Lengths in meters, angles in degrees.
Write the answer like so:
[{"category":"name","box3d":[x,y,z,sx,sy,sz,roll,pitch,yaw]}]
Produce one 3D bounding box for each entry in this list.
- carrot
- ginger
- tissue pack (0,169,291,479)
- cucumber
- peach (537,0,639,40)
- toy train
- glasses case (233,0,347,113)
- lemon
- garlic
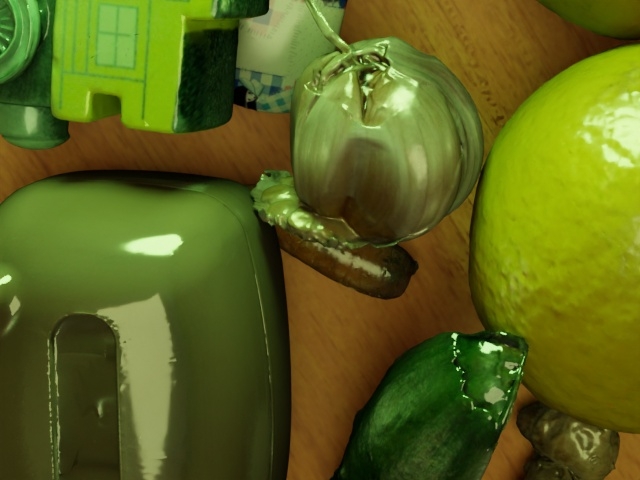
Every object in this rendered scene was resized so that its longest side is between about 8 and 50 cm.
[{"category":"carrot","box3d":[0.000,0.000,1.676,0.186,0.060,0.060,26,101,-2]},{"category":"ginger","box3d":[0.220,0.244,1.726,0.104,0.080,0.204,17,100,19]},{"category":"tissue pack","box3d":[-0.168,0.139,1.572,0.267,0.277,0.387,3,104,12]},{"category":"cucumber","box3d":[0.082,0.183,1.581,0.105,0.325,0.145,20,56,-6]},{"category":"peach","box3d":[0.260,-0.290,1.544,0.231,0.231,0.231,0,103,-2]},{"category":"toy train","box3d":[-0.172,-0.287,1.520,0.272,0.179,0.442,8,102,16]},{"category":"glasses case","box3d":[-0.027,-0.274,1.602,0.125,0.076,0.327,11,102,-7]},{"category":"lemon","box3d":[0.288,-0.001,1.549,0.348,0.348,0.347,0,103,-2]},{"category":"garlic","box3d":[0.008,-0.100,1.542,0.256,0.207,0.207,45,98,-1]}]
